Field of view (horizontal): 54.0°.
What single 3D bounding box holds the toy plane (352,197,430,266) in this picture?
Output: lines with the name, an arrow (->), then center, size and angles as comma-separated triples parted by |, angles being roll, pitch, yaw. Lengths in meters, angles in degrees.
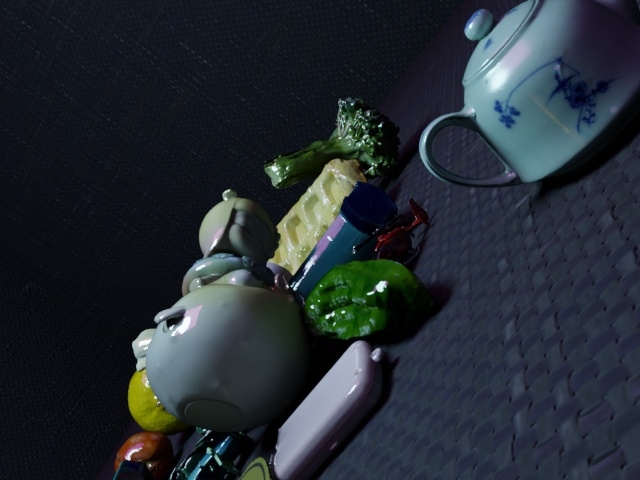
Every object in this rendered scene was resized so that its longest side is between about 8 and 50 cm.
toy plane -> 0.094, -0.001, 0.768 | 0.145, 0.060, 0.037 | -40, -3, -39

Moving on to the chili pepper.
chili pepper -> 0.039, 0.073, 0.693 | 0.074, 0.100, 0.257 | -16, -8, -18

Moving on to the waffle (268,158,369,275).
waffle -> -0.007, -0.009, 1.126 | 0.274, 0.057, 0.168 | -48, 42, 33

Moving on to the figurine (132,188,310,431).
figurine -> -0.147, 0.077, 0.876 | 0.275, 0.226, 0.394 | -21, 40, 19

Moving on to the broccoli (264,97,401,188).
broccoli -> 0.012, -0.176, 1.235 | 0.275, 0.177, 0.198 | -19, 14, -10

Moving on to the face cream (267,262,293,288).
face cream -> -0.108, 0.166, 0.998 | 0.154, 0.096, 0.273 | 104, 179, -50

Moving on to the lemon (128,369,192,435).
lemon -> -0.333, 0.337, 1.389 | 0.178, 0.178, 0.203 | -54, 6, -2

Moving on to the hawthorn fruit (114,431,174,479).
hawthorn fruit -> -0.355, 0.445, 1.271 | 0.128, 0.128, 0.128 | -52, 8, 10

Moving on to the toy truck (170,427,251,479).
toy truck -> -0.151, 0.312, 0.822 | 0.078, 0.080, 0.154 | 16, 66, 53

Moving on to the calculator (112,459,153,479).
calculator -> -0.281, 0.441, 0.767 | 0.274, 0.058, 0.248 | -93, 18, -75

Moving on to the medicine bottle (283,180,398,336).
medicine bottle -> 0.020, 0.035, 0.938 | 0.258, 0.079, 0.124 | -54, -9, 4

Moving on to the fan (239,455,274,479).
fan -> -0.084, 0.298, 0.550 | 0.335, 0.011, 0.229 | -45, 19, 57

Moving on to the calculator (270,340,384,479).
calculator -> 0.006, 0.170, 0.613 | 0.175, 0.032, 0.100 | -51, 9, 14

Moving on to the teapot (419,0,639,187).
teapot -> 0.180, -0.140, 0.536 | 0.232, 0.159, 0.159 | -52, 8, 9
